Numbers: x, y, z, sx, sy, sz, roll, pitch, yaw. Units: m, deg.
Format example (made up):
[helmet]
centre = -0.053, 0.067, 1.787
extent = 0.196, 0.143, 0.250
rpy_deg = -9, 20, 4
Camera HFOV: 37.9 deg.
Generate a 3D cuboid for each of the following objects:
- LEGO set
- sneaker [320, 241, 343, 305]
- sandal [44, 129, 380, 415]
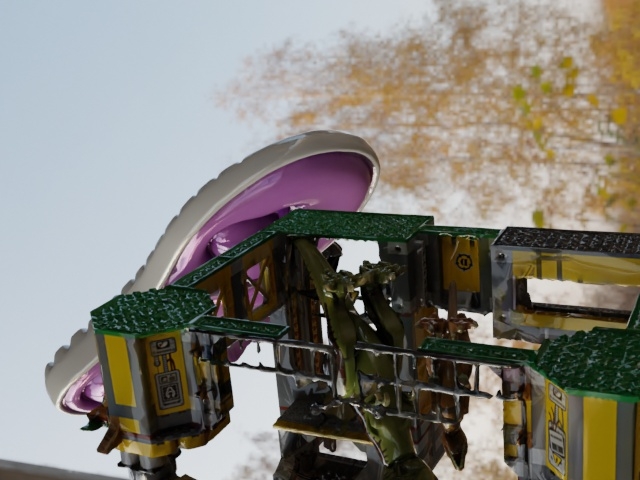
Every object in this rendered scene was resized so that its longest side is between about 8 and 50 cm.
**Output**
[LEGO set]
centre = 0.055, 0.107, 0.494
extent = 0.255, 0.331, 0.192
rpy_deg = -46, -46, -64
[sneaker]
centre = -0.001, 0.000, 1.305
extent = 0.051, 0.089, 0.170
rpy_deg = -13, -59, -58
[sandal]
centre = -0.084, 0.061, 0.794
extent = 0.169, 0.416, 0.102
rpy_deg = -1, -122, -47
